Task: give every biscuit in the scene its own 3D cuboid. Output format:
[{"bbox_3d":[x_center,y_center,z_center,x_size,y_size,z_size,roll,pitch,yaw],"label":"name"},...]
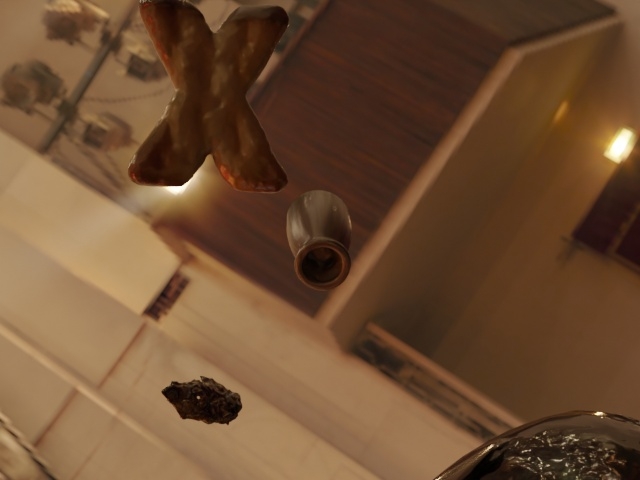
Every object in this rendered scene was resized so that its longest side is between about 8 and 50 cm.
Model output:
[{"bbox_3d":[-0.113,-0.152,1.260,0.047,0.164,0.207,134,139,-74],"label":"biscuit"}]

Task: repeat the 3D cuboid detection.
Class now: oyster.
[{"bbox_3d":[-0.153,0.209,1.584,0.029,0.086,0.132,-47,-12,24],"label":"oyster"}]

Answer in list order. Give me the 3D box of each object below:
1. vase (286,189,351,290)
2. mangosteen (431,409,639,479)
[{"bbox_3d":[0.000,0.000,0.966,0.100,0.053,0.053,-97,31,-67],"label":"vase"},{"bbox_3d":[0.173,0.267,0.789,0.330,0.330,0.330,-50,-19,-24],"label":"mangosteen"}]
